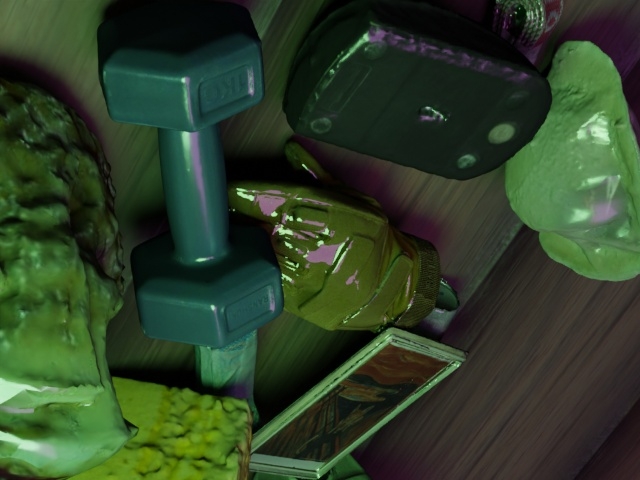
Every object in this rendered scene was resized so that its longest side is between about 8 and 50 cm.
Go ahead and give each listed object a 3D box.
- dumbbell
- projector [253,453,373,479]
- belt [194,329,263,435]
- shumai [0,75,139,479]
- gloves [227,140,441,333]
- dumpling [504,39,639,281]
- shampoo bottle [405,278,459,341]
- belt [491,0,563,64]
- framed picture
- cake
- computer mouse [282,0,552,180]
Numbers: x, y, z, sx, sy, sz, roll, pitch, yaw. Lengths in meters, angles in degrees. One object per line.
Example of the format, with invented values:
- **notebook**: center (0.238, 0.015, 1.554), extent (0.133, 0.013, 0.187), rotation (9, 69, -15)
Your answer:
- **dumbbell**: center (-0.117, -0.059, 1.237), extent (0.144, 0.156, 0.316), rotation (-9, 124, -8)
- **projector**: center (0.008, 0.399, 1.768), extent (0.163, 0.242, 0.177), rotation (-11, 118, -24)
- **belt**: center (-0.105, 0.152, 1.545), extent (0.072, 0.087, 0.302), rotation (-16, 137, -16)
- **shumai**: center (-0.293, 0.082, 1.154), extent (0.395, 0.348, 0.395), rotation (-21, 136, -22)
- **gloves**: center (0.009, 0.010, 1.440), extent (0.154, 0.141, 0.331), rotation (-46, 139, 16)
- **dumpling**: center (0.300, -0.071, 1.494), extent (0.175, 0.227, 0.243), rotation (-40, 133, 4)
- **shampoo bottle**: center (0.104, 0.145, 1.696), extent (0.072, 0.072, 0.214), rotation (0, 130, -34)
- **belt**: center (0.198, -0.175, 1.439), extent (0.053, 0.071, 0.232), rotation (-27, 147, -40)
- **framed picture**: center (0.035, 0.204, 1.613), extent (0.273, 0.016, 0.216), rotation (-41, 150, 17)
- **cake**: center (-0.231, 0.295, 1.471), extent (0.286, 0.222, 0.227), rotation (10, 128, 2)
- **computer mouse**: center (0.099, -0.160, 1.358), extent (0.269, 0.100, 0.170), rotation (15, 130, -30)
